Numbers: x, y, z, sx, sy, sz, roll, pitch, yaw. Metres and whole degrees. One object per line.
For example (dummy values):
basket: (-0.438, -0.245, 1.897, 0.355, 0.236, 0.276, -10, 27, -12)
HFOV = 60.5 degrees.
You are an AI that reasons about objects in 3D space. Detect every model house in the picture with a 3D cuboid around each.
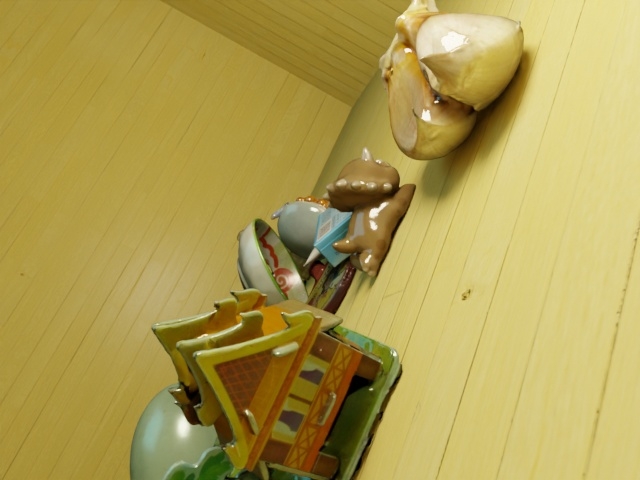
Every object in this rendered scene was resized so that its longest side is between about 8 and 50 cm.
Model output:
model house: (-0.120, 0.234, 0.749, 0.242, 0.312, 0.358, 15, 76, 54)

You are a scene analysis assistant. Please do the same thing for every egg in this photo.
egg: (-0.357, 0.571, 1.444, 0.276, 0.276, 0.389, 131, 135, -61)

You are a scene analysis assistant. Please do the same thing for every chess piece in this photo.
chess piece: (-0.153, 0.030, 1.969, 0.137, 0.300, 0.137, -156, 90, -82)

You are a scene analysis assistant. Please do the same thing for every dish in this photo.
dish: (-0.161, 0.103, 1.618, 0.124, 0.324, 0.324, -28, 15, 9)

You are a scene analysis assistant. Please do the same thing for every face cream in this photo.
face cream: (0.037, -0.016, 1.607, 0.244, 0.058, 0.092, -49, -8, 28)

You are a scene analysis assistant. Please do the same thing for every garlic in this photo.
garlic: (0.213, -0.287, 0.962, 0.286, 0.249, 0.313, -43, 34, 18)

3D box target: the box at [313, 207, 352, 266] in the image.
box: (0.066, -0.043, 1.415, 0.142, 0.083, 0.232, -39, 13, 16)

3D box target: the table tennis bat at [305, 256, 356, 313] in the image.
table tennis bat: (0.018, 0.110, 1.506, 0.268, 0.051, 0.414, -60, 10, 1)

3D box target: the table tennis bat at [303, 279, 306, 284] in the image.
table tennis bat: (-0.103, 0.241, 1.971, 0.131, 0.022, 0.234, -52, 11, 52)

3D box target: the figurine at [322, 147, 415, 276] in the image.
figurine: (0.085, -0.071, 1.192, 0.247, 0.173, 0.177, -63, 8, -2)

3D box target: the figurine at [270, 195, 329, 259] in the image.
figurine: (0.003, -0.041, 1.843, 0.382, 0.224, 0.205, -4, -79, -71)
